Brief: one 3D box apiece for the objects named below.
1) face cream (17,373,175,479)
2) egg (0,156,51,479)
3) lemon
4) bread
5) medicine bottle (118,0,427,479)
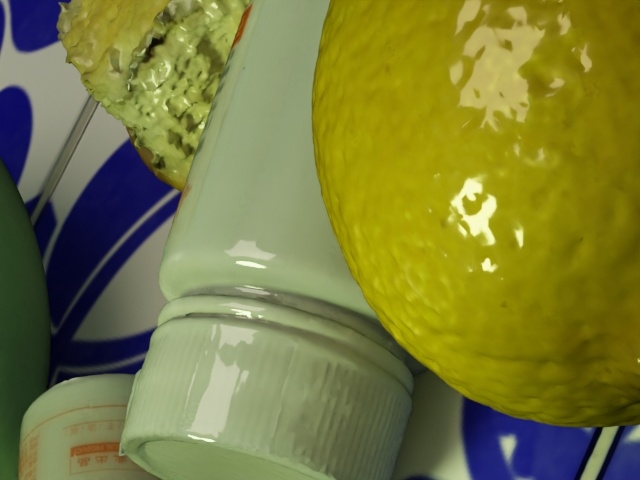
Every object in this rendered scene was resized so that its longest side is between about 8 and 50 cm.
[{"bbox_3d":[-0.098,0.192,0.927,0.101,0.101,0.251,-29,46,29],"label":"face cream"},{"bbox_3d":[-0.289,0.046,1.082,0.276,0.276,0.389,-37,45,22],"label":"egg"},{"bbox_3d":[0.108,-0.041,0.777,0.228,0.228,0.253,-25,60,32],"label":"lemon"},{"bbox_3d":[-0.042,-0.150,1.091,0.245,0.121,0.174,-50,31,14],"label":"bread"},{"bbox_3d":[0.000,0.000,0.926,0.144,0.144,0.252,-7,57,43],"label":"medicine bottle"}]
